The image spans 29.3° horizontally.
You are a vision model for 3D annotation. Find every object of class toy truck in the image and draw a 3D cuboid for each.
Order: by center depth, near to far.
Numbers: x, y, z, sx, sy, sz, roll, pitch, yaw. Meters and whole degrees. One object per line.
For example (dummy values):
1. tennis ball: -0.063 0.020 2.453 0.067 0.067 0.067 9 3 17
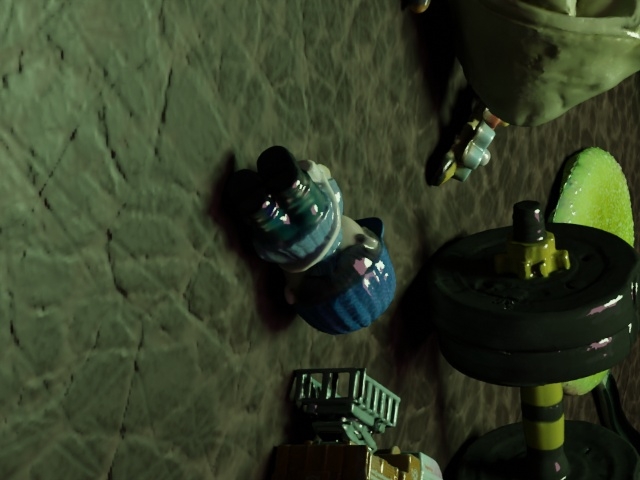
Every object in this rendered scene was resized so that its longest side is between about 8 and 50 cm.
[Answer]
1. toy truck: 0.035 0.174 0.903 0.178 0.080 0.115 42 49 -54

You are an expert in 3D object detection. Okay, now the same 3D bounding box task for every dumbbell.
1. dumbbell: 0.196 0.145 1.079 0.185 0.185 0.388 -43 132 -50

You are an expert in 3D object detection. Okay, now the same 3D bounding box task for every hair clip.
1. hair clip: 0.155 -0.123 1.092 0.062 0.056 0.214 113 1 -60

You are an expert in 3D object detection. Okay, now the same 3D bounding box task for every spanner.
1. spanner: 0.429 0.265 1.620 0.040 0.095 0.325 -64 145 -32

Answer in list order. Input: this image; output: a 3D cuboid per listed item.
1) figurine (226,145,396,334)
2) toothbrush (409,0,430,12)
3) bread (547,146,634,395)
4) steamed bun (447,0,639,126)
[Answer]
1. figurine: 0.000 0.000 0.809 0.086 0.087 0.149 -39 141 -2
2. toothbrush: 0.115 -0.328 1.009 0.031 0.023 0.321 33 65 -51
3. bread: 0.318 0.032 1.430 0.301 0.045 0.301 -15 107 -60
4. steamed bun: 0.191 -0.225 0.991 0.144 0.218 0.211 34 39 -57
